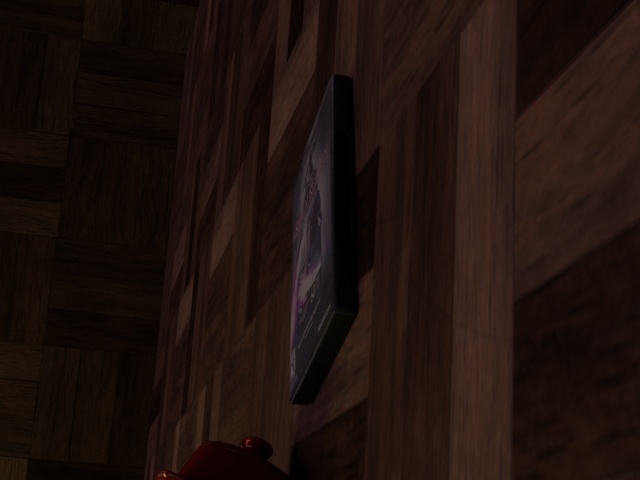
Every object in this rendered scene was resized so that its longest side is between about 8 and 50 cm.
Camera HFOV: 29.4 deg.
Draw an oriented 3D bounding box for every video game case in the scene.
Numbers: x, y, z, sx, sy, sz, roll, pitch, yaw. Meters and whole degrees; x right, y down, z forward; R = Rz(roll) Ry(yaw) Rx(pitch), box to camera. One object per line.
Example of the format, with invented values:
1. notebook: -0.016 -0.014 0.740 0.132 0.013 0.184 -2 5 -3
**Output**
1. video game case: 0.000 0.000 1.222 0.196 0.026 0.274 113 160 -55

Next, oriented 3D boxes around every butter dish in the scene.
1. butter dish: -0.085 0.257 1.256 0.118 0.160 0.160 -63 -1 -32
